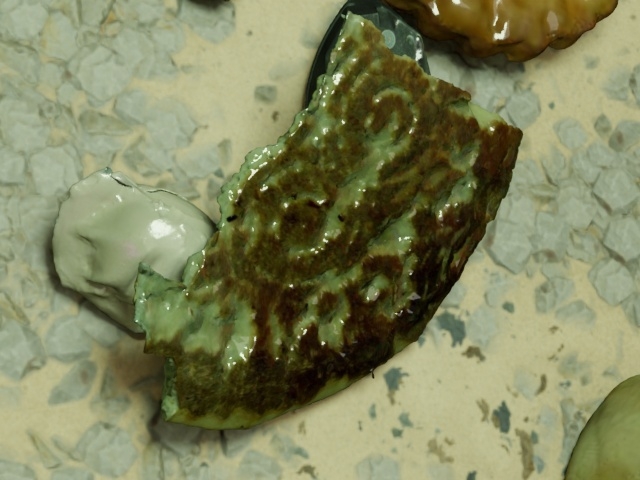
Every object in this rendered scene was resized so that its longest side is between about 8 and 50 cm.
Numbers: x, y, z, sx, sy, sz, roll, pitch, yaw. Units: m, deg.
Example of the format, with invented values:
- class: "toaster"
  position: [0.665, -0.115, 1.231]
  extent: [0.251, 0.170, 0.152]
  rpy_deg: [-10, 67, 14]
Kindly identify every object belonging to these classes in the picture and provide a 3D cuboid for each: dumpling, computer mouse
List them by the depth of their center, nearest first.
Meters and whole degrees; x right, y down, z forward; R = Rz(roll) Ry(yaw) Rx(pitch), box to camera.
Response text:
- class: "dumpling"
  position: [-0.152, 0.017, 1.418]
  extent: [0.188, 0.108, 0.127]
  rpy_deg: [29, 91, -34]
- class: "computer mouse"
  position: [0.035, -0.118, 1.545]
  extent: [0.126, 0.071, 0.231]
  rpy_deg: [8, 85, -37]

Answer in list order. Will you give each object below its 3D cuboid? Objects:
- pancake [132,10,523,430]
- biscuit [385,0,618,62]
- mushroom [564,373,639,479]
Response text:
- class: "pancake"
  position: [0.003, 0.003, 1.449]
  extent: [0.427, 0.067, 0.305]
  rpy_deg: [-52, 129, -12]
- class: "biscuit"
  position: [0.166, -0.334, 1.631]
  extent: [0.326, 0.107, 0.326]
  rpy_deg: [4, 80, -23]
- class: "mushroom"
  position: [0.380, 0.291, 1.544]
  extent: [0.292, 0.212, 0.217]
  rpy_deg: [50, 56, -14]
